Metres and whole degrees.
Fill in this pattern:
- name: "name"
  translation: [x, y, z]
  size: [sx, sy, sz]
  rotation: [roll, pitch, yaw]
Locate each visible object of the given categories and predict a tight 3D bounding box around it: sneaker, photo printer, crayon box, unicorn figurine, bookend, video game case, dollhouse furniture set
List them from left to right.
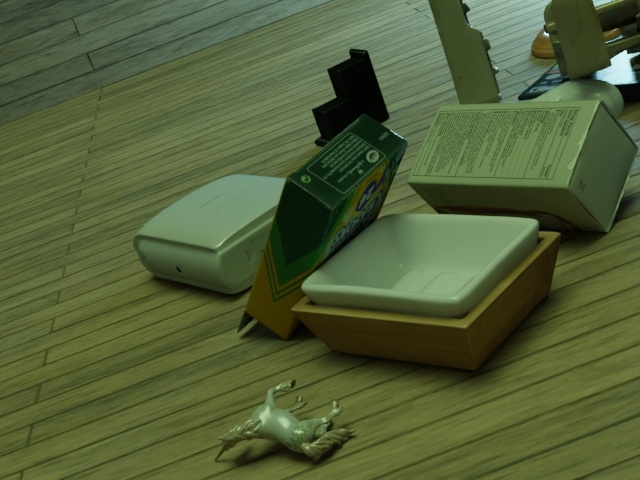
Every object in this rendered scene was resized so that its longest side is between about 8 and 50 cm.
- name: "photo printer"
  translation: [-0.165, -0.021, 1.894]
  size: [0.256, 0.107, 0.307]
  rotation: [-34, 26, -31]
- name: "unicorn figurine"
  translation: [-0.048, 0.220, 1.300]
  size: [0.161, 0.060, 0.111]
  rotation: [2, 31, 44]
- name: "crayon box"
  translation: [0.000, 0.000, 1.560]
  size: [0.083, 0.323, 0.203]
  rotation: [34, 46, 13]
- name: "bookend"
  translation: [0.044, -0.299, 2.291]
  size: [0.157, 0.156, 0.072]
  rotation: [-30, 24, -19]
- name: "sneaker"
  translation: [0.353, -0.177, 1.827]
  size: [0.292, 0.108, 0.169]
  rotation: [-10, 24, 48]
- name: "dollhouse furniture set"
  translation: [0.402, -0.407, 1.892]
  size: [0.394, 0.257, 0.362]
  rotation: [-17, 6, 13]
- name: "video game case"
  translation: [0.552, -0.322, 2.065]
  size: [0.274, 0.035, 0.248]
  rotation: [0, 30, 43]

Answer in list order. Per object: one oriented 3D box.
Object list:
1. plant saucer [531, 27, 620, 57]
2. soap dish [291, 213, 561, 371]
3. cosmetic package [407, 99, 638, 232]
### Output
- name: "plant saucer"
  translation: [0.551, -0.450, 2.356]
  size: [0.199, 0.037, 0.200]
  rotation: [-17, 23, 8]
- name: "soap dish"
  translation: [0.141, 0.063, 1.422]
  size: [0.290, 0.118, 0.229]
  rotation: [2, 31, 44]
- name: "cosmetic package"
  translation: [0.294, -0.110, 1.611]
  size: [0.296, 0.129, 0.153]
  rotation: [7, 65, 48]
